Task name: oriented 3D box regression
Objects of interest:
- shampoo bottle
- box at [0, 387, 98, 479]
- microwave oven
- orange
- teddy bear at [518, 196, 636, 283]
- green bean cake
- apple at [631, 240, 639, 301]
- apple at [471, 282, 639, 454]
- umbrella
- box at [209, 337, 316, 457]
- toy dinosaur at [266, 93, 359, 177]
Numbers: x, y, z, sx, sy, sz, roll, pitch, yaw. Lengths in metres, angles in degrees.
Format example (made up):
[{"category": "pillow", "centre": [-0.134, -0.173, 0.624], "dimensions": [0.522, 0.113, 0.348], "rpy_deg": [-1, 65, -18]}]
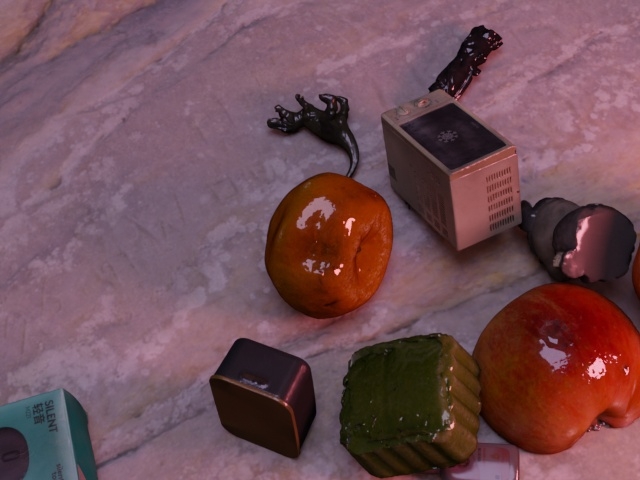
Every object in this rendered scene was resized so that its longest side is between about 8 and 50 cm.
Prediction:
[{"category": "shampoo bottle", "centre": [0.229, 0.355, 1.831], "dimensions": [0.165, 0.040, 0.080], "rpy_deg": [3, 61, 6]}, {"category": "box", "centre": [-0.520, 0.380, 1.849], "dimensions": [0.311, 0.118, 0.205], "rpy_deg": [-15, 60, -3]}, {"category": "microwave oven", "centre": [0.228, -0.121, 2.011], "dimensions": [0.145, 0.194, 0.240], "rpy_deg": [-26, 39, -13]}, {"category": "orange", "centre": [0.000, 0.000, 1.971], "dimensions": [0.183, 0.249, 0.249], "rpy_deg": [15, 60, 33]}, {"category": "teddy bear", "centre": [0.439, 0.001, 1.960], "dimensions": [0.171, 0.251, 0.144], "rpy_deg": [-7, 100, -9]}, {"category": "green bean cake", "centre": [0.139, 0.255, 1.821], "dimensions": [0.214, 0.113, 0.200], "rpy_deg": [-17, 48, 28]}, {"category": "apple", "centre": [0.629, 0.026, 1.850], "dimensions": [0.275, 0.299, 0.299], "rpy_deg": [23, 64, 24]}, {"category": "apple", "centre": [0.385, 0.188, 1.847], "dimensions": [0.293, 0.163, 0.251], "rpy_deg": [-31, 59, -11]}, {"category": "umbrella", "centre": [0.261, -0.322, 2.232], "dimensions": [0.066, 0.059, 0.236], "rpy_deg": [21, 63, 42]}, {"category": "box", "centre": [-0.085, 0.247, 1.838], "dimensions": [0.144, 0.201, 0.090], "rpy_deg": [18, 58, 17]}, {"category": "toy dinosaur", "centre": [-0.004, -0.188, 2.201], "dimensions": [0.187, 0.087, 0.179], "rpy_deg": [7, 96, 27]}]
